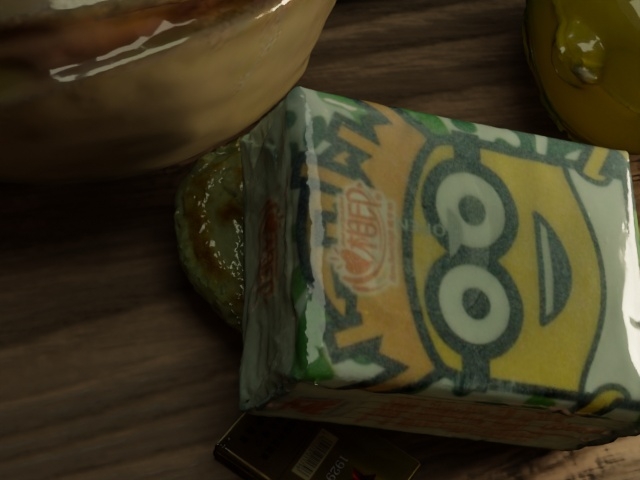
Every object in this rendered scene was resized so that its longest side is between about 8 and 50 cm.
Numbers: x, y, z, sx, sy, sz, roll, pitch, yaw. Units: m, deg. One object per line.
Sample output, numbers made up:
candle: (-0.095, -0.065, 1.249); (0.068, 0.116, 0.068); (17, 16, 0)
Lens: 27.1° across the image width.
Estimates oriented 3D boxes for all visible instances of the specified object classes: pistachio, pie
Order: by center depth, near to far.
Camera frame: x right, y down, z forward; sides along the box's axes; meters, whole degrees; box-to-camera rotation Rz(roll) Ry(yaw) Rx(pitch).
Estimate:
pistachio: (-0.179, -0.194, 1.071); (0.445, 0.281, 0.365); (-23, 23, -28)
pie: (0.000, 0.000, 1.101); (0.248, 0.090, 0.201); (-14, 69, -27)

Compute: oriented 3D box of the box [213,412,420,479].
box: (-0.003, 0.166, 1.003); (0.133, 0.023, 0.090); (32, 51, 11)

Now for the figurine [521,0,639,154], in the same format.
figurine: (0.323, -0.232, 1.293); (0.323, 0.231, 0.340); (28, 48, -15)

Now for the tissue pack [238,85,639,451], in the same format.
tissue pack: (0.095, 0.029, 1.006); (0.310, 0.128, 0.228); (9, 66, -26)
